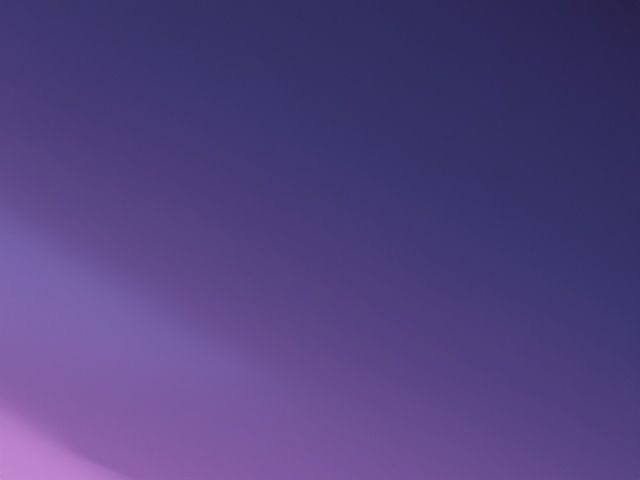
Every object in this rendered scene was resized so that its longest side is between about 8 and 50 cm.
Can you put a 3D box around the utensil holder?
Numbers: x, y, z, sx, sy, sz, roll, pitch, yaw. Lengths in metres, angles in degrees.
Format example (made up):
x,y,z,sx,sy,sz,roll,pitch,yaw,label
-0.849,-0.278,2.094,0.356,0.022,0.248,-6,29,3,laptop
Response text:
x,y,z,sx,sy,sz,roll,pitch,yaw,label
0.000,0.000,0.571,0.385,0.328,0.327,29,133,-27,utensil holder
